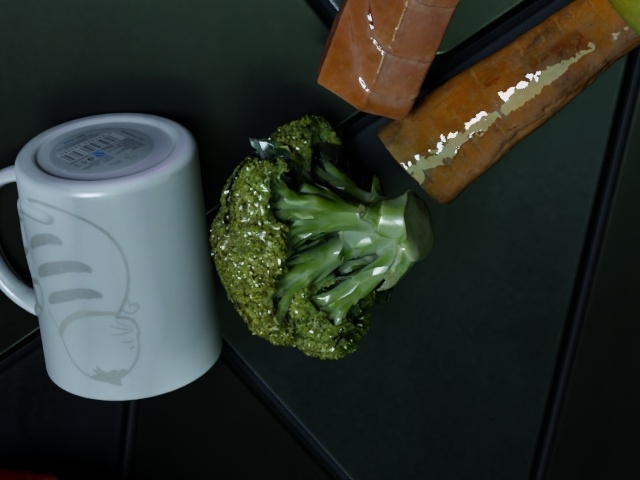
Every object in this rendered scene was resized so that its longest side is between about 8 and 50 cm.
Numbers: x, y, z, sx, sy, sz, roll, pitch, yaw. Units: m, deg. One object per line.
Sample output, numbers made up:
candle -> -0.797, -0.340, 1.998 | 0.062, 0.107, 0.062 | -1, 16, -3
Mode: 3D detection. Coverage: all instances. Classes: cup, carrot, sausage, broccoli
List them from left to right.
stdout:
cup -> -0.127, 0.010, 1.024 | 0.136, 0.099, 0.133 | -3, 119, 2
broccoli -> 0.000, 0.000, 1.006 | 0.120, 0.130, 0.131 | -10, 100, 32
sausage -> 0.054, -0.147, 0.956 | 0.065, 0.065, 0.169 | 21, 116, -10
carrot -> 0.136, -0.102, 0.992 | 0.224, 0.057, 0.057 | -36, 112, 12

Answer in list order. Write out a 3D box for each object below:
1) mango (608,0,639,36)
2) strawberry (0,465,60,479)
mango -> 0.236, -0.121, 0.895 | 0.251, 0.114, 0.156 | 30, 146, -16
strawberry -> -0.255, 0.268, 1.085 | 0.345, 0.295, 0.317 | 15, 156, 12
